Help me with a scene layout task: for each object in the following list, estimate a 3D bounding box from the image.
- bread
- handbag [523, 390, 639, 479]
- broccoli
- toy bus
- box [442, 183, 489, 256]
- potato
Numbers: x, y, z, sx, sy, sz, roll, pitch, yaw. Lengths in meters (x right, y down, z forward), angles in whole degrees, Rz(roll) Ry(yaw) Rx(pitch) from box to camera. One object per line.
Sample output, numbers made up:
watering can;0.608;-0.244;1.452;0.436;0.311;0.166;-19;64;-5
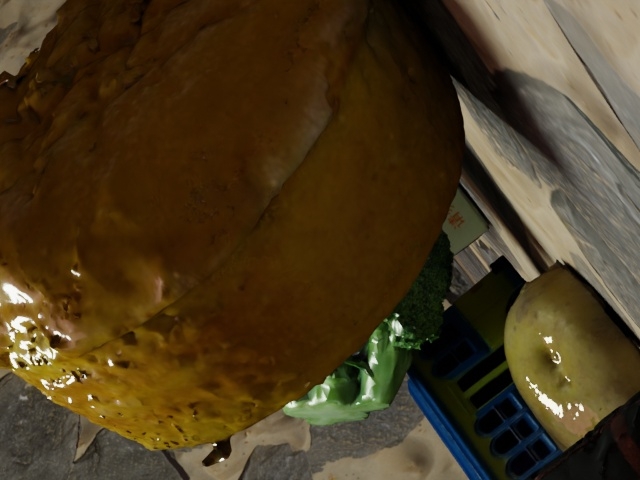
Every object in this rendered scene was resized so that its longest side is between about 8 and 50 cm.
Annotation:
bread;-0.084;-0.059;1.102;0.215;0.398;0.398;44;-175;-30
handbag;0.242;0.217;1.121;0.215;0.169;0.155;51;-166;20
broccoli;0.001;0.046;1.515;0.294;0.265;0.245;149;115;-69
toy bus;0.199;0.155;1.507;0.138;0.175;0.287;50;-178;-32
box;0.000;0.000;1.756;0.198;0.310;0.084;53;179;-5
potato;0.226;0.131;1.288;0.243;0.098;0.138;52;179;19
